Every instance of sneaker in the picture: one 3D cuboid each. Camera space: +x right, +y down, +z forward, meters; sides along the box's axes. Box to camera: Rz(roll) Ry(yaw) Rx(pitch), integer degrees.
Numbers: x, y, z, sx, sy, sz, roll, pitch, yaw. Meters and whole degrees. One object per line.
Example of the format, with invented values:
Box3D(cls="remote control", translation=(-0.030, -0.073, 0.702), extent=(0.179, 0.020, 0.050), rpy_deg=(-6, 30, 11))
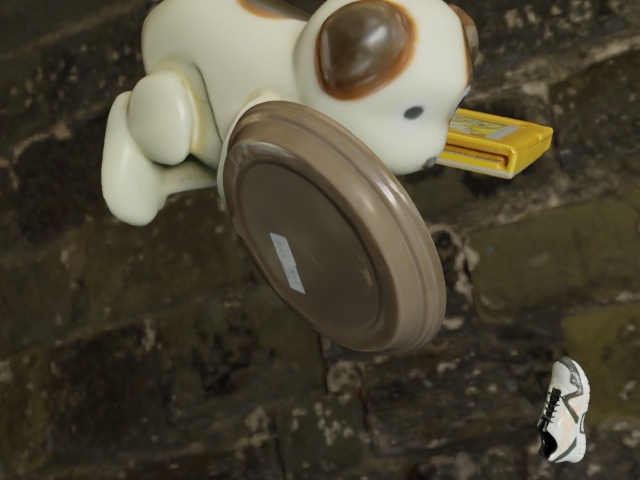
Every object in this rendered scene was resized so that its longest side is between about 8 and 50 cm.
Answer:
Box3D(cls="sneaker", translation=(0.237, 0.169, 0.953), extent=(0.043, 0.109, 0.040), rpy_deg=(-4, -176, -25))

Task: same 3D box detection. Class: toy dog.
Box3D(cls="toy dog", translation=(-0.011, -0.180, 1.133), extent=(0.407, 0.396, 0.284), rpy_deg=(2, 179, 38))

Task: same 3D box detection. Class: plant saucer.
Box3D(cls="plant saucer", translation=(0.000, 0.000, 0.907), extent=(0.041, 0.278, 0.278), rpy_deg=(-38, 178, -28))

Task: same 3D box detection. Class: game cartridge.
Box3D(cls="game cartridge", translation=(0.192, -0.169, 1.482), extent=(0.285, 0.053, 0.323), rpy_deg=(14, -161, 19))
